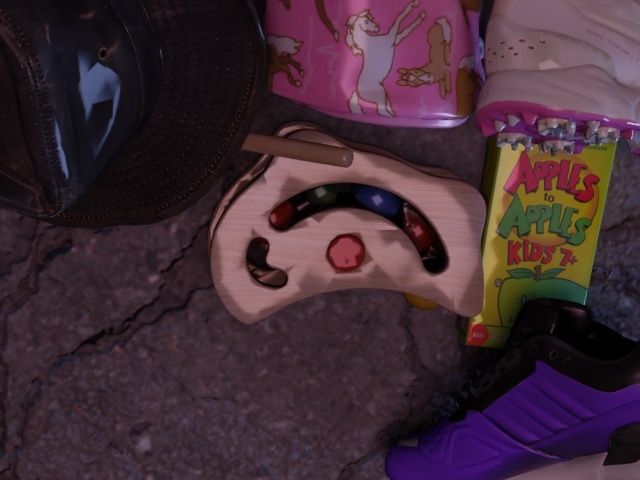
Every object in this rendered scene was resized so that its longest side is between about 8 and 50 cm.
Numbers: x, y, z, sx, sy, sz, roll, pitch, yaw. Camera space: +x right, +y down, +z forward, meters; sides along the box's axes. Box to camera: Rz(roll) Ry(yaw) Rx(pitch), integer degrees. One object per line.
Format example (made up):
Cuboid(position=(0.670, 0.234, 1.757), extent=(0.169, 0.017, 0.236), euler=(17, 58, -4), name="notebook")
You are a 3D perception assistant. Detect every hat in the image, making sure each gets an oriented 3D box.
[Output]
Cuboid(position=(-0.195, -0.105, 0.798), extent=(0.331, 0.134, 0.331), euler=(3, 129, 4), name="hat")

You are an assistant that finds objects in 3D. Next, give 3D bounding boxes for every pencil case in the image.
Cuboid(position=(0.054, -0.275, 0.877), extent=(0.160, 0.167, 0.386), euler=(11, 107, 20), name="pencil case")

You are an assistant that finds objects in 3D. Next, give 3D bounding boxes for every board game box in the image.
Cuboid(position=(0.170, -0.004, 1.021), extent=(0.092, 0.043, 0.181), euler=(6, 105, -7), name="board game box")

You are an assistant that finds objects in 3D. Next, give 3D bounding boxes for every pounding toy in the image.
Cuboid(position=(0.000, 0.000, 0.948), extent=(0.269, 0.155, 0.154), euler=(18, 99, -10), name="pounding toy")

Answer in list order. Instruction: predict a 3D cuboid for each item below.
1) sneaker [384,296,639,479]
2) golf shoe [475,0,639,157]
Cuboid(position=(0.168, 0.118, 0.991), extent=(0.293, 0.102, 0.146), euler=(-16, 90, 36), name="sneaker")
Cuboid(position=(0.244, -0.127, 0.932), extent=(0.306, 0.115, 0.140), euler=(4, 80, -36), name="golf shoe")
